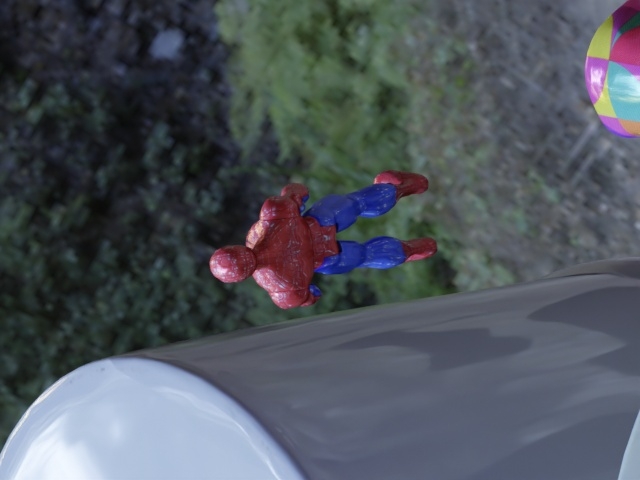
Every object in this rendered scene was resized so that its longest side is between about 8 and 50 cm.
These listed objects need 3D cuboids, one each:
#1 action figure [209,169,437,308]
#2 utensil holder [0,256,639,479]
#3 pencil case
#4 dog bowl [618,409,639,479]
[{"bbox_3d":[0.000,0.000,0.548,0.030,0.115,0.038,-1,96,26],"label":"action figure"},{"bbox_3d":[0.060,0.184,0.934,0.327,0.385,0.328,6,98,46],"label":"utensil holder"},{"bbox_3d":[0.278,-0.093,1.108,0.236,0.104,0.104,18,81,47],"label":"pencil case"},{"bbox_3d":[0.206,0.063,0.447,0.265,0.104,0.265,-36,29,23],"label":"dog bowl"}]
